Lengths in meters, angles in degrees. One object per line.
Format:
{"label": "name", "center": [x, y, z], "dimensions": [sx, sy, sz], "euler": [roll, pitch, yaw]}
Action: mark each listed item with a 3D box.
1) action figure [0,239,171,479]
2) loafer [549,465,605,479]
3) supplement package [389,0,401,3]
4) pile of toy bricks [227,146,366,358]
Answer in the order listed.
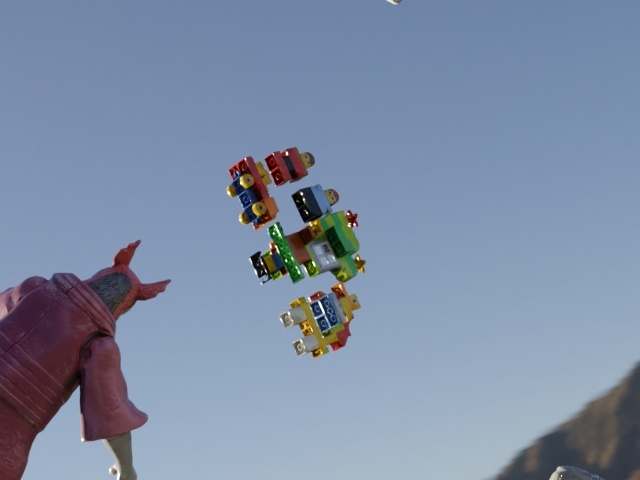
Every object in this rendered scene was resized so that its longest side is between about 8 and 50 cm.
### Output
{"label": "action figure", "center": [-0.293, 0.123, 1.361], "dimensions": [0.370, 0.248, 0.276], "euler": [-48, -30, -15]}
{"label": "loafer", "center": [0.328, 0.340, 1.422], "dimensions": [0.111, 0.319, 0.112], "euler": [-48, -26, -2]}
{"label": "supplement package", "center": [0.015, -0.271, 0.791], "dimensions": [0.204, 0.262, 0.145], "euler": [-44, -56, -3]}
{"label": "pile of toy bricks", "center": [0.000, 0.000, 1.519], "dimensions": [0.105, 0.212, 0.118], "euler": [-18, -9, -43]}
